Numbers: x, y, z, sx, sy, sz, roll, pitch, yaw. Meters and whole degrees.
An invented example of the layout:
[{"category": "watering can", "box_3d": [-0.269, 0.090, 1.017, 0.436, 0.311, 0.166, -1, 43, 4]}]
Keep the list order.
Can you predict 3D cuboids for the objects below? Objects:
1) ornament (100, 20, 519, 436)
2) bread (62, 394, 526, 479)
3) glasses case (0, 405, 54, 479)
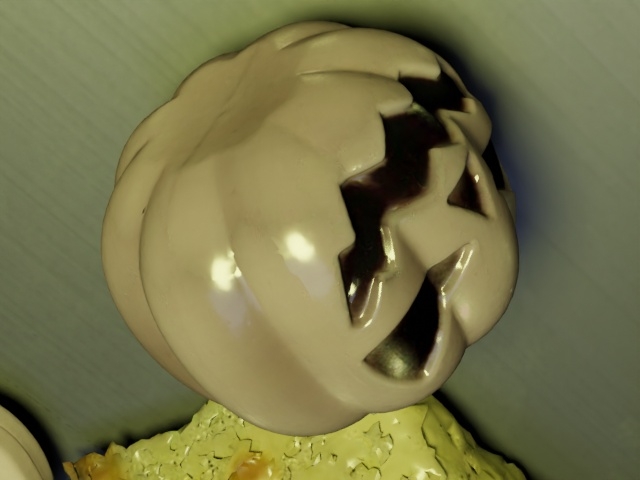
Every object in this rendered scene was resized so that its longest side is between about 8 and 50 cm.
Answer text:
[{"category": "ornament", "box_3d": [0.000, 0.000, 0.643, 0.177, 0.177, 0.177, 4, 126, 5]}, {"category": "bread", "box_3d": [0.061, 0.218, 0.860, 0.248, 0.279, 0.315, -33, 73, 26]}, {"category": "glasses case", "box_3d": [-0.292, 0.154, 0.849, 0.297, 0.075, 0.113, -12, 121, 15]}]
